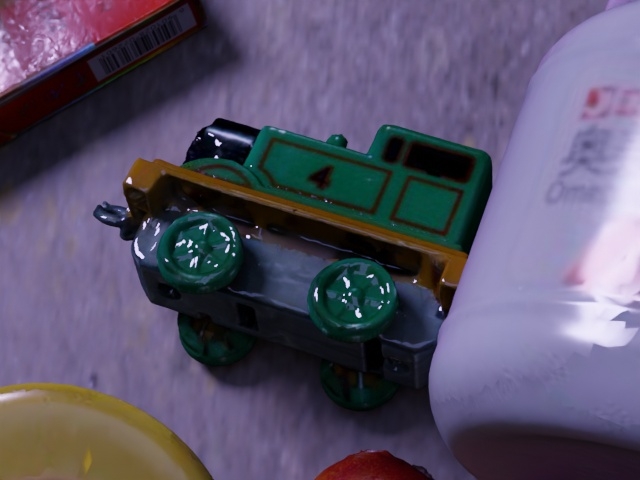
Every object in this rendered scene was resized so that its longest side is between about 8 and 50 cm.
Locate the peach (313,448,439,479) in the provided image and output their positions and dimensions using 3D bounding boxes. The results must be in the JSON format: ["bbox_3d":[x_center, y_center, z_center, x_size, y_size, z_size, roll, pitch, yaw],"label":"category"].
[{"bbox_3d":[0.028,0.144,0.886,0.098,0.061,0.098,-4,72,13],"label":"peach"}]

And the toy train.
[{"bbox_3d":[0.000,0.000,0.934,0.227,0.091,0.136,19,62,16],"label":"toy train"}]

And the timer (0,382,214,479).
[{"bbox_3d":[-0.221,0.239,0.663,0.376,0.376,0.387,3,89,9],"label":"timer"}]

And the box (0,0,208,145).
[{"bbox_3d":[-0.164,-0.125,1.023,0.175,0.048,0.112,-29,70,-4],"label":"box"}]

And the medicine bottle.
[{"bbox_3d":[0.211,-0.022,0.819,0.256,0.256,0.325,18,72,14],"label":"medicine bottle"}]
